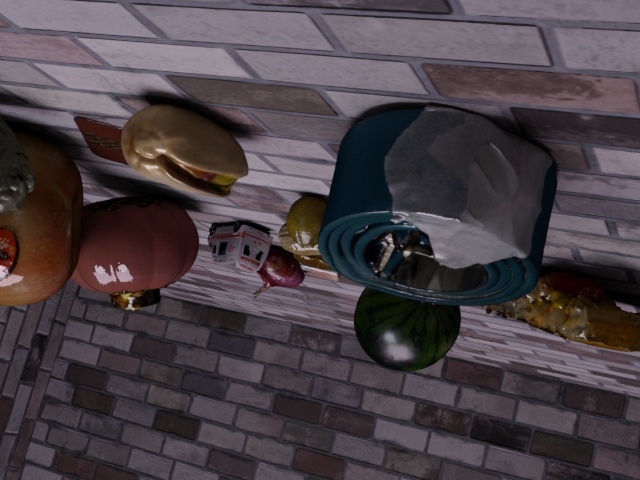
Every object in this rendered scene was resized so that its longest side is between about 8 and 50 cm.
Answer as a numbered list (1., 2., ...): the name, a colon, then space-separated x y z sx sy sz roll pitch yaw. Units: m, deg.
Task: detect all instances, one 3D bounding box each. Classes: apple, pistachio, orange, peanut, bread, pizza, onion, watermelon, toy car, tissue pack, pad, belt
1. apple: -0.613 -0.043 1.770 0.305 0.339 0.338 5 171 -10
2. pistachio: -0.198 -0.137 1.382 0.200 0.117 0.145 14 -150 -39
3. orange: -0.020 -0.034 1.690 0.085 0.095 0.085 11 163 3
4. peanut: 0.000 0.000 1.890 0.174 0.080 0.080 10 168 14
5. bread: 0.016 0.028 2.023 0.128 0.069 0.140 10 169 20
6. pizza: 0.444 0.115 1.792 0.406 0.130 0.440 19 -179 33
7. onion: -0.124 0.089 2.329 0.150 0.140 0.150 31 173 4
8. watermelon: 0.193 0.174 2.080 0.242 0.242 0.242 14 169 3
9. toy car: -0.198 0.019 2.156 0.089 0.108 0.209 21 168 -30
10. tissue pack: 0.007 0.057 2.205 0.094 0.059 0.074 12 167 12
11. pad: -0.346 -0.165 1.699 0.181 0.004 0.267 15 169 -2
12. belt: 0.157 -0.030 1.272 0.300 0.173 0.436 13 168 1

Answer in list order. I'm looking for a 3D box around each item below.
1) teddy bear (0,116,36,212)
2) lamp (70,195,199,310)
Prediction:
1. teddy bear: -0.677 -0.193 1.477 0.357 0.225 0.367 1 160 18
2. lamp: -0.415 0.026 2.029 0.305 0.240 0.305 -3 -170 0
